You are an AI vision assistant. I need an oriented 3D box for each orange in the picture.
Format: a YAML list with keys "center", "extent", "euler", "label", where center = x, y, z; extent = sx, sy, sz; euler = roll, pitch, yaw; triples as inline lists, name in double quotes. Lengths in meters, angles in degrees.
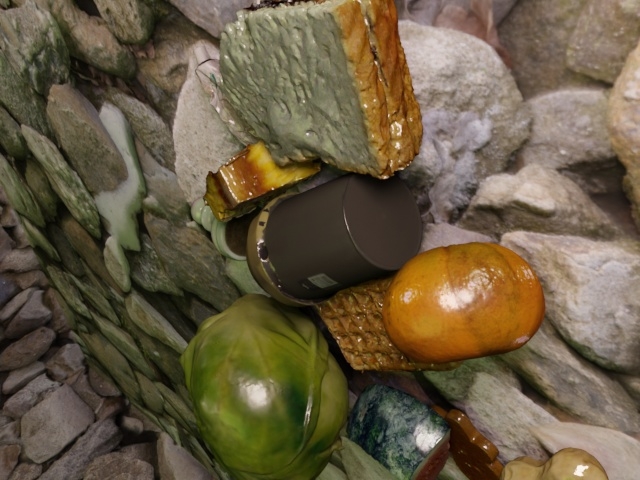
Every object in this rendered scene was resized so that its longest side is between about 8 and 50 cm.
- center: [0.209, 0.092, 0.885]
  extent: [0.240, 0.240, 0.171]
  euler: [-31, 65, 55]
  label: "orange"

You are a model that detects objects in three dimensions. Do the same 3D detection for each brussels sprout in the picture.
- center: [-0.110, 0.344, 1.307]
  extent: [0.426, 0.342, 0.361]
  euler: [60, 172, -9]
  label: "brussels sprout"

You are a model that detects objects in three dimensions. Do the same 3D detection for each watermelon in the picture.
- center: [0.163, 0.448, 1.312]
  extent: [0.226, 0.148, 0.318]
  euler: [49, 157, -14]
  label: "watermelon"

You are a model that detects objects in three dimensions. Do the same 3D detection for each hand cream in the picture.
- center: [-0.166, -0.257, 1.138]
  extent: [0.084, 0.050, 0.257]
  euler: [-13, 114, 50]
  label: "hand cream"

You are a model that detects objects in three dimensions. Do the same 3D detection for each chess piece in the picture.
- center: [-0.230, -0.053, 1.349]
  extent: [0.271, 0.139, 0.139]
  euler: [25, 140, 49]
  label: "chess piece"

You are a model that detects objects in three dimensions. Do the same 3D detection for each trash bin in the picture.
- center: [0.000, 0.000, 1.049]
  extent: [0.333, 0.214, 0.214]
  euler: [-25, 102, 49]
  label: "trash bin"

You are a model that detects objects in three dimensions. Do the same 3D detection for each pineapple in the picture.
- center: [-0.122, -0.109, 1.066]
  extent: [0.236, 0.186, 0.115]
  euler: [-36, 86, 14]
  label: "pineapple"

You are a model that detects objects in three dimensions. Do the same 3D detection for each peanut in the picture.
- center: [0.415, 0.447, 1.085]
  extent: [0.125, 0.111, 0.274]
  euler: [48, 142, 11]
  label: "peanut"

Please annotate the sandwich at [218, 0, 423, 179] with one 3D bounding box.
- center: [-0.017, -0.242, 0.907]
  extent: [0.325, 0.131, 0.262]
  euler: [13, 132, 43]
  label: "sandwich"

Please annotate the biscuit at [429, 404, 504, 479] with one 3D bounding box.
- center: [0.315, 0.443, 1.247]
  extent: [0.236, 0.039, 0.179]
  euler: [58, 152, -11]
  label: "biscuit"

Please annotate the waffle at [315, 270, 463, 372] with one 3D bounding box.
- center: [0.129, 0.151, 1.143]
  extent: [0.308, 0.091, 0.213]
  euler: [-16, 109, 53]
  label: "waffle"
